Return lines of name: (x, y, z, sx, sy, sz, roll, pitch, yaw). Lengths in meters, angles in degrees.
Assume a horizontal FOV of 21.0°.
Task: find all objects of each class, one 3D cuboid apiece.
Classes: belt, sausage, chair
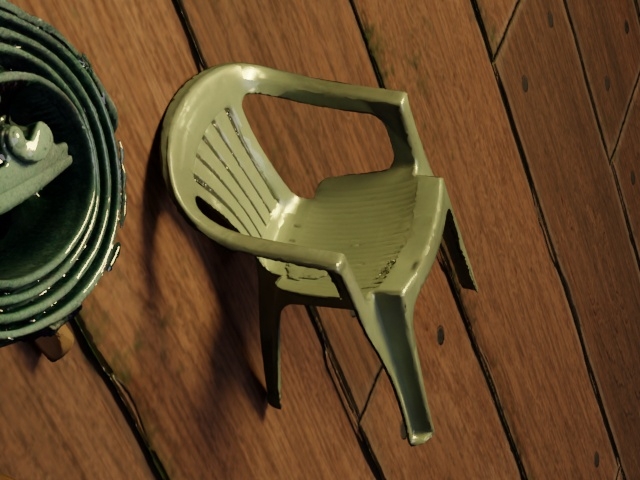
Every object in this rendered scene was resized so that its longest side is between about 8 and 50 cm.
belt: (-0.214, -0.039, 0.999, 0.267, 0.116, 0.207, -18, 98, -61)
sausage: (-0.196, 0.033, 1.131, 0.116, 0.026, 0.026, 63, 36, -39)
chair: (0.000, 0.000, 1.382, 0.203, 0.190, 0.275, -66, 152, -43)

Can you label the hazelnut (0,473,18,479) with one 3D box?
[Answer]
hazelnut: (-0.208, 0.225, 0.936, 0.214, 0.176, 0.214, -9, 106, -35)
